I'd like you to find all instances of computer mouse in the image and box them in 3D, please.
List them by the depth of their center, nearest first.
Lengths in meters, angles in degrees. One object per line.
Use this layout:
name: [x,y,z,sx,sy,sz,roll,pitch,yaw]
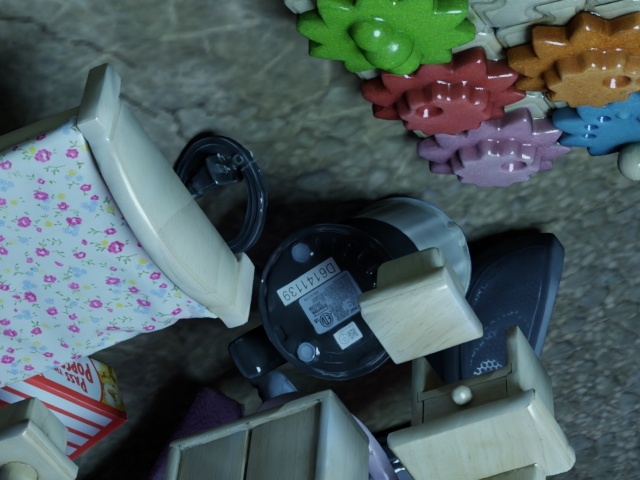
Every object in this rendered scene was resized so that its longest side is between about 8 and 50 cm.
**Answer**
computer mouse: [0.086,0.102,0.985,0.072,0.272,0.188,16,145,5]

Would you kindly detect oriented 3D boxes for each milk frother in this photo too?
milk frother: [0.000,0.000,0.916,0.129,0.143,0.135,-14,-177,20]

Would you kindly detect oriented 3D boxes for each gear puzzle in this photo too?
gear puzzle: [0.085,-0.095,0.791,0.175,0.044,0.339,-11,157,23]

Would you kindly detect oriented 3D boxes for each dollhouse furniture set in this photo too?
dollhouse furniture set: [-0.091,0.057,0.728,0.303,0.174,0.355,-20,128,20]

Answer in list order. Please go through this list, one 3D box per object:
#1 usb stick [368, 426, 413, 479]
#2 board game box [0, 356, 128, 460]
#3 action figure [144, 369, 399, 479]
usb stick: [-0.039,0.199,1.177,0.278,0.045,0.077,-18,143,-8]
board game box: [-0.231,0.100,0.949,0.147,0.045,0.193,-37,142,18]
action figure: [-0.108,0.273,1.013,0.370,0.276,0.248,-44,106,-18]
